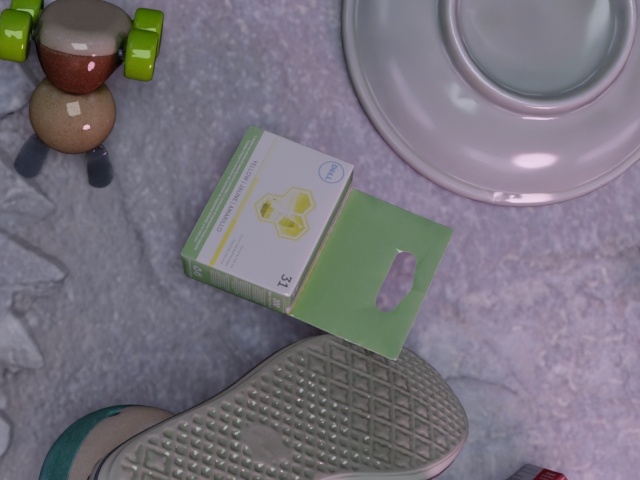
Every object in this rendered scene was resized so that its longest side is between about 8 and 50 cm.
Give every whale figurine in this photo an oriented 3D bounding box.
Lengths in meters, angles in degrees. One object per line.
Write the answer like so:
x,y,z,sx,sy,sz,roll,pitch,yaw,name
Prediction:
-0.196,0.297,1.476,0.216,0.141,0.272,-27,114,-49,whale figurine

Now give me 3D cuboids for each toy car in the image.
-0.252,-0.147,1.512,0.155,0.149,0.188,8,114,-5,toy car

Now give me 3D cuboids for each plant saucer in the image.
0.226,-0.238,1.590,0.400,0.100,0.400,1,87,-10,plant saucer

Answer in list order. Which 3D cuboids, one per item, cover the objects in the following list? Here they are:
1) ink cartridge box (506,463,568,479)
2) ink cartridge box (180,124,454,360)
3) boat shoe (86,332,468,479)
0.203,0.339,1.534,0.176,0.128,0.127,-37,93,-10,ink cartridge box
0.000,0.000,1.487,0.235,0.056,0.171,21,63,11,ink cartridge box
-0.043,0.219,1.417,0.500,0.156,0.187,-18,66,-48,boat shoe
